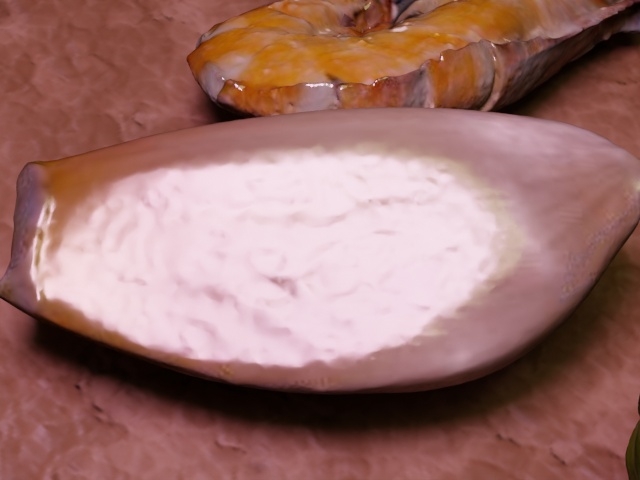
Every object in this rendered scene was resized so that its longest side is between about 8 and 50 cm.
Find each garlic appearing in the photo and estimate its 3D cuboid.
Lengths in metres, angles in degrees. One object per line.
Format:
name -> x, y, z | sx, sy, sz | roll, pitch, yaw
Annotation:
garlic -> 0.002, 0.009, 0.843 | 0.318, 0.112, 0.143 | -1, 74, -10

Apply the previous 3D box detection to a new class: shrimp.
shrimp -> 0.065, -0.122, 0.981 | 0.317, 0.062, 0.164 | -20, 38, -32

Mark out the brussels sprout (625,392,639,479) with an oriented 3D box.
brussels sprout -> 0.222, 0.115, 0.732 | 0.161, 0.223, 0.223 | -34, 62, -12
